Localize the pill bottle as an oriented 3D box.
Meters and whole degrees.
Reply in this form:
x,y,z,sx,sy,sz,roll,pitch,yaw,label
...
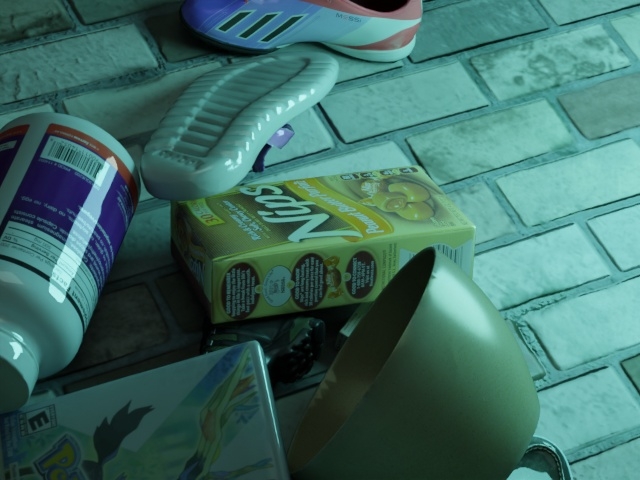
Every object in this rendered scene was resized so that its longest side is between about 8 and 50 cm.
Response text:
x,y,z,sx,sy,sz,roll,pitch,yaw,label
-0.323,0.025,1.911,0.181,0.181,0.323,17,51,1,pill bottle

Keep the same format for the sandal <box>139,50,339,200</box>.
x,y,z,sx,sy,sz,roll,pitch,yaw,label
-0.104,-0.128,2.126,0.169,0.102,0.416,8,28,23,sandal

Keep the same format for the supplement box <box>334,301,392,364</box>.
x,y,z,sx,sy,sz,roll,pitch,yaw,label
0.074,0.119,2.012,0.098,0.036,0.062,31,53,12,supplement box

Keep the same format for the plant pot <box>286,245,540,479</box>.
x,y,z,sx,sy,sz,roll,pitch,yaw,label
0.119,0.175,1.845,0.191,0.284,0.284,33,51,-6,plant pot

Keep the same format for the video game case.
x,y,z,sx,sy,sz,roll,pitch,yaw,label
-0.173,0.280,1.761,0.299,0.036,0.329,-16,54,3,video game case

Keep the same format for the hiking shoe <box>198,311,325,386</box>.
x,y,z,sx,sy,sz,roll,pitch,yaw,label
-0.105,0.138,1.944,0.227,0.086,0.114,-30,47,-34,hiking shoe

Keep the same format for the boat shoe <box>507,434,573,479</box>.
x,y,z,sx,sy,sz,roll,pitch,yaw,label
0.208,0.329,1.818,0.121,0.119,0.335,17,50,2,boat shoe

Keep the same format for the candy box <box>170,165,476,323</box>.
x,y,z,sx,sy,sz,roll,pitch,yaw,label
0.000,0.000,2.020,0.316,0.088,0.183,-7,27,-18,candy box

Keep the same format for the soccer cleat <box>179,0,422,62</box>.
x,y,z,sx,sy,sz,roll,pitch,yaw,label
-0.023,-0.307,2.283,0.318,0.116,0.109,4,51,-9,soccer cleat
